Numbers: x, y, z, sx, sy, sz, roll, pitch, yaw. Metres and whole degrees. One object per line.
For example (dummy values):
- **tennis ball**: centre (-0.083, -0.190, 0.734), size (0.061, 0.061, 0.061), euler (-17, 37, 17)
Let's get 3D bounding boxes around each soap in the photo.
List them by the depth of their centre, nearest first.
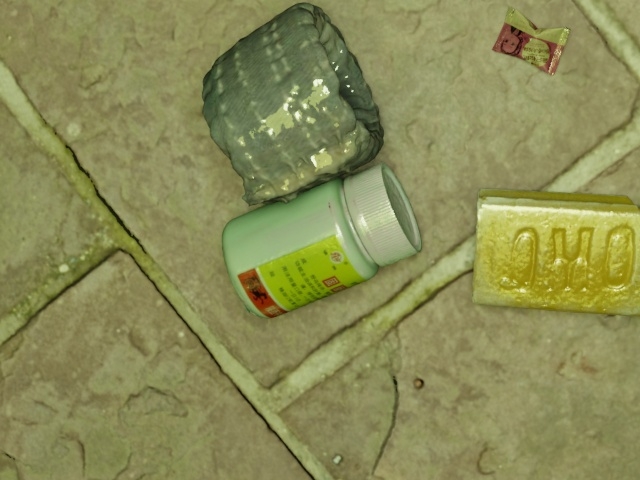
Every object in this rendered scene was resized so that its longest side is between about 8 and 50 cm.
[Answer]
- **soap**: centre (0.306, 0.015, 1.265), size (0.232, 0.073, 0.140), euler (4, 106, 11)

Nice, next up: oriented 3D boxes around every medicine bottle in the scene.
- **medicine bottle**: centre (0.000, 0.000, 1.294), size (0.226, 0.139, 0.139), euler (-23, 95, 15)

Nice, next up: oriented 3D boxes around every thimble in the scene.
- **thimble**: centre (-0.033, -0.153, 1.223), size (0.172, 0.236, 0.205), euler (-29, 126, 15)

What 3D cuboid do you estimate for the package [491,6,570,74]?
- **package**: centre (0.254, -0.242, 1.250), size (0.083, 0.029, 0.059), euler (26, 113, 17)
